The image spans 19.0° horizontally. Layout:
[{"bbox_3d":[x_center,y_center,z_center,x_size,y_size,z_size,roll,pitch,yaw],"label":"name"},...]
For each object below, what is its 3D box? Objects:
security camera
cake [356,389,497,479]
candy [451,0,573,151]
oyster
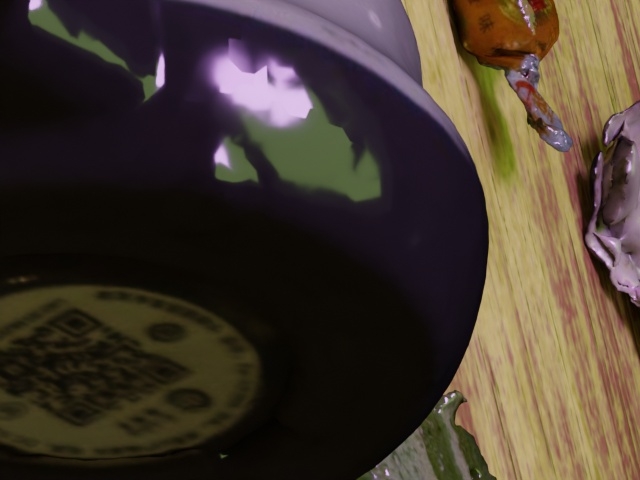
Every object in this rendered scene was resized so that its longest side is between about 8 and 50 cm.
[{"bbox_3d":[-0.060,-0.075,0.532,0.191,0.197,0.277,30,43,-38],"label":"security camera"},{"bbox_3d":[0.036,0.181,0.726,0.100,0.099,0.235,11,57,-59],"label":"cake"},{"bbox_3d":[0.088,-0.128,0.964,0.053,0.046,0.182,-15,88,-59],"label":"candy"},{"bbox_3d":[0.206,0.003,1.117,0.163,0.081,0.191,8,86,-36],"label":"oyster"}]
